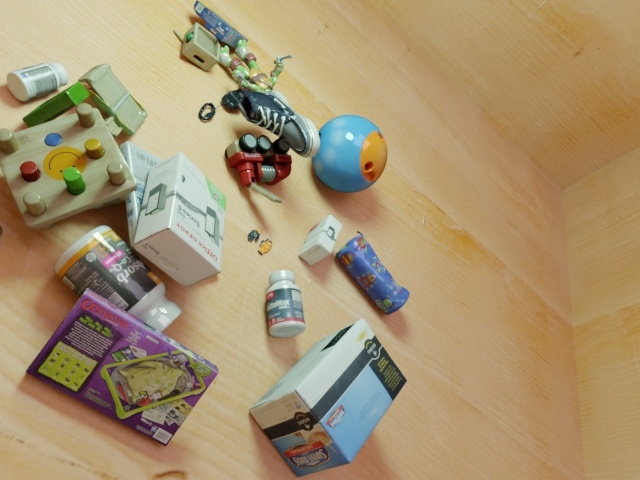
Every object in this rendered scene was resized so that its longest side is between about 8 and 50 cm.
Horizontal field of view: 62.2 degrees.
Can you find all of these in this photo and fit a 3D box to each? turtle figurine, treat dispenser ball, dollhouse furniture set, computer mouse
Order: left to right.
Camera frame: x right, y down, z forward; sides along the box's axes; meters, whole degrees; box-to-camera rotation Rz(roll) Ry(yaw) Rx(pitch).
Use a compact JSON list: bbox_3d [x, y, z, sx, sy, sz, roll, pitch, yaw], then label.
[{"bbox_3d":[-0.640,-0.346,1.487,0.198,0.151,0.302,56,19,-29],"label":"dollhouse furniture set"},{"bbox_3d":[-0.342,-0.471,1.868,0.071,0.041,0.242,49,48,2],"label":"computer mouse"},{"bbox_3d":[-0.237,-0.640,1.925,0.266,0.198,0.275,44,-2,14],"label":"turtle figurine"},{"bbox_3d":[0.108,-0.323,1.984,0.288,0.288,0.289,23,50,-30],"label":"treat dispenser ball"}]

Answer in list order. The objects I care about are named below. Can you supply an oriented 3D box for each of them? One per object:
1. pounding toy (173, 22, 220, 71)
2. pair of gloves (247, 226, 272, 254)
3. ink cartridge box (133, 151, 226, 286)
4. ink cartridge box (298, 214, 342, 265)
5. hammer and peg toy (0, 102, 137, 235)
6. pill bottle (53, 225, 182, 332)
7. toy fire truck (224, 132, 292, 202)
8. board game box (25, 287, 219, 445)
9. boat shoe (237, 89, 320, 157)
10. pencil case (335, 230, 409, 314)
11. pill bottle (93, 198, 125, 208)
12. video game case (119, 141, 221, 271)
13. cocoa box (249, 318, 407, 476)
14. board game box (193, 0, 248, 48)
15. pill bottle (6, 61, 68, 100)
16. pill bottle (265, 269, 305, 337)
[{"bbox_3d":[-0.444,-0.696,1.892,0.141,0.100,0.130,28,47,-41],"label":"pounding toy"},{"bbox_3d":[-0.193,0.000,1.701,0.083,0.010,0.074,48,42,-5],"label":"pair of gloves"},{"bbox_3d":[-0.344,-0.053,1.339,0.198,0.114,0.273,49,26,-43],"label":"ink cartridge box"},{"bbox_3d":[0.000,0.000,1.802,0.063,0.109,0.151,41,43,-17],"label":"ink cartridge box"},{"bbox_3d":[-0.642,-0.159,1.216,0.361,0.127,0.266,-25,71,-21],"label":"hammer and peg toy"},{"bbox_3d":[-0.472,0.113,1.255,0.278,0.162,0.162,47,42,-7],"label":"pill bottle"},{"bbox_3d":[-0.181,-0.224,1.775,0.216,0.158,0.247,-3,77,-44],"label":"toy fire truck"},{"bbox_3d":[-0.427,0.285,1.176,0.346,0.208,0.056,38,0,-18],"label":"board game box"},{"bbox_3d":[-0.147,-0.384,1.747,0.158,0.127,0.341,-7,42,-37],"label":"boat shoe"},{"bbox_3d":[0.186,0.117,1.888,0.306,0.119,0.133,51,31,-3],"label":"pencil case"},{"bbox_3d":[-0.565,-0.140,1.385,0.184,0.103,0.103,-22,79,-48],"label":"pill bottle"},{"bbox_3d":[-0.402,-0.077,1.448,0.329,0.036,0.300,31,40,-60],"label":"video game case"},{"bbox_3d":[0.031,0.424,1.452,0.228,0.231,0.347,54,41,0],"label":"cocoa box"},{"bbox_3d":[-0.367,-0.797,2.008,0.194,0.060,0.194,44,14,16],"label":"board game box"},{"bbox_3d":[-0.756,-0.430,1.424,0.078,0.078,0.137,50,42,-4],"label":"pill bottle"},{"bbox_3d":[-0.108,0.187,1.580,0.107,0.108,0.180,13,54,-36],"label":"pill bottle"}]
